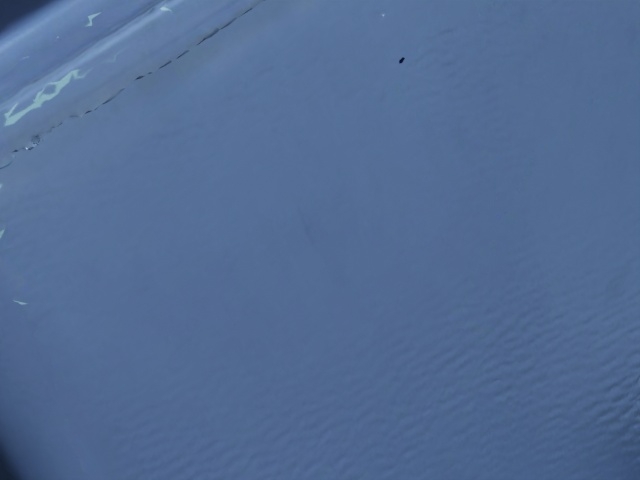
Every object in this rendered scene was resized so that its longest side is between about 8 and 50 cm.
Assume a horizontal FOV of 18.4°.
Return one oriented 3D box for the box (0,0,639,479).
[{"bbox_3d":[0.000,0.000,0.802,0.352,0.177,0.344,-37,120,-24],"label":"box"}]
